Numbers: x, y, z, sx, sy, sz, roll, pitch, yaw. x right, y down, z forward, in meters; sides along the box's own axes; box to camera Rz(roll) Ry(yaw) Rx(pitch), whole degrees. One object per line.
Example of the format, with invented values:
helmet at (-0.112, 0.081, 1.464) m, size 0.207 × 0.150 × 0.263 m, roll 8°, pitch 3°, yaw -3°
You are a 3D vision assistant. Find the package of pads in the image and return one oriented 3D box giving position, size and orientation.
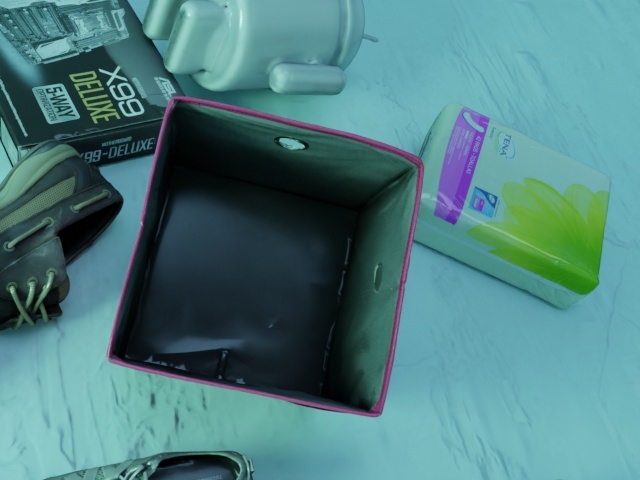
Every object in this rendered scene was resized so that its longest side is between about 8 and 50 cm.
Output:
package of pads at (0.278, -0.059, 1.179) m, size 0.297 × 0.101 × 0.229 m, roll 26°, pitch 52°, yaw -1°

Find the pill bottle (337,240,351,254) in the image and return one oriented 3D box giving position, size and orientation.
pill bottle at (0.000, 0.000, 1.037) m, size 0.169 × 0.094 × 0.094 m, roll 37°, pitch 51°, yaw 9°

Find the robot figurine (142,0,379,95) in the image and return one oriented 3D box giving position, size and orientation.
robot figurine at (-0.078, -0.327, 1.166) m, size 0.354 × 0.199 × 0.299 m, roll -12°, pitch 63°, yaw -38°

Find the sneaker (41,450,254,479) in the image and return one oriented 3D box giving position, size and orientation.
sneaker at (-0.196, 0.251, 0.768) m, size 0.281 × 0.115 × 0.105 m, roll -11°, pitch 60°, yaw -26°

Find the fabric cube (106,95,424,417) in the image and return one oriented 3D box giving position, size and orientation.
fabric cube at (-0.064, 0.031, 0.832) m, size 0.254 × 0.258 × 0.259 m, roll 13°, pitch 79°, yaw -9°

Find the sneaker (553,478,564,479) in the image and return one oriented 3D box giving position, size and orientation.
sneaker at (0.245, 0.426, 0.777) m, size 0.210 × 0.137 × 0.366 m, roll 37°, pitch 45°, yaw 11°

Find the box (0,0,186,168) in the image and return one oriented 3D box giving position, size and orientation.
box at (-0.350, -0.238, 1.097) m, size 0.243 × 0.076 × 0.307 m, roll -17°, pitch 62°, yaw -30°

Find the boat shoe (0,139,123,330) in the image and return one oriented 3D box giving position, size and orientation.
boat shoe at (-0.339, 0.026, 0.873) m, size 0.130 × 0.132 × 0.355 m, roll 27°, pitch 52°, yaw 1°
